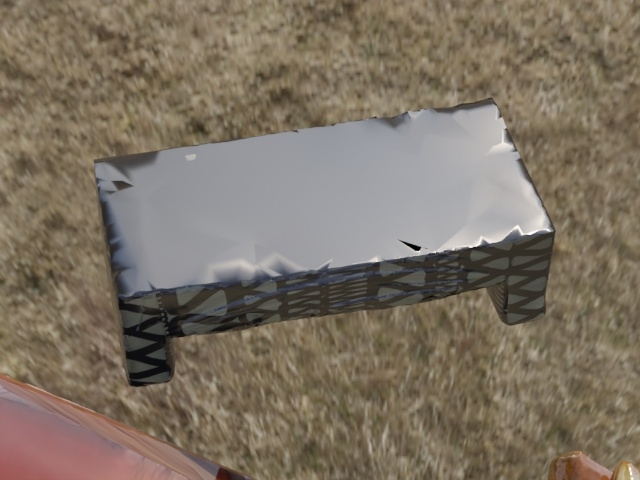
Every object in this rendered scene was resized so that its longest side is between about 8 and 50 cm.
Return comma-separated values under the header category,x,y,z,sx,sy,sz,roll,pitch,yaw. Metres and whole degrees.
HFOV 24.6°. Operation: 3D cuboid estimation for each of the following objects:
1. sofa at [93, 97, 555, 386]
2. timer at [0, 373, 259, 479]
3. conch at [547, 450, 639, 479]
category,x,y,z,sx,sy,sz,roll,pitch,yaw
sofa,0.000,0.000,0.404,0.118,0.039,0.060,-10,44,-8
timer,-0.168,0.112,0.387,0.250,0.257,0.161,-47,32,26
conch,0.154,0.267,0.923,0.158,0.127,0.255,5,50,46
